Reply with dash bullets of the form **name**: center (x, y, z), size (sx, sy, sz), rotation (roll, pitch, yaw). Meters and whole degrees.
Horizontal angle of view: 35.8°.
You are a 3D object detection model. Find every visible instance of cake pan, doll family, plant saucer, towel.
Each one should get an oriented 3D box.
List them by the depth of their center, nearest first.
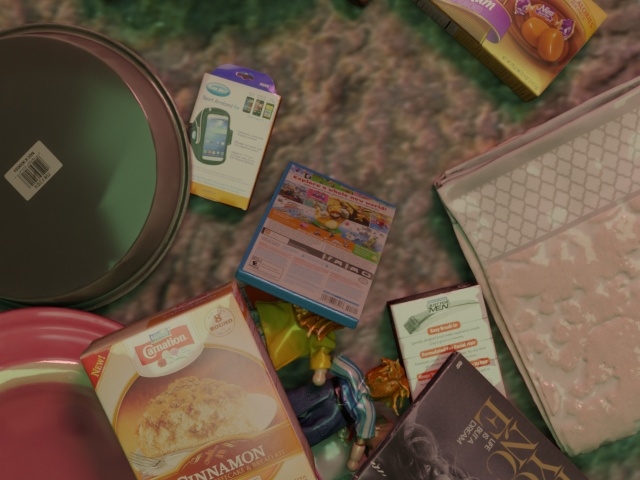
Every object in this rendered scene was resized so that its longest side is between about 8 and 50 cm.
- **plant saucer**: center (-0.258, 0.229, 0.920), size (0.332, 0.084, 0.332), rotation (0, 91, -18)
- **towel**: center (0.316, 0.010, 0.944), size (0.332, 0.053, 0.317), rotation (-28, 91, 18)
- **doll family**: center (-0.006, 0.131, 0.951), size (0.163, 0.118, 0.263), rotation (-23, 91, -1)
- **cake pan**: center (-0.274, -0.069, 0.963), size (0.293, 0.054, 0.293), rotation (0, 92, 4)

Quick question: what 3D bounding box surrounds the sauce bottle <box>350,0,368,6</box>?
- **sauce bottle**: center (0.066, -0.294, 0.988), size (0.042, 0.042, 0.128), rotation (38, 89, -1)

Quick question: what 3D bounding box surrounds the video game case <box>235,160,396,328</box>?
- **video game case**: center (0.000, 0.000, 0.946), size (0.119, 0.166, 0.015), rotation (23, 135, -1)

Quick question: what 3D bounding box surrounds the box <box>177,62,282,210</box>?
- **box**: center (-0.092, -0.106, 0.994), size (0.081, 0.028, 0.136), rotation (18, 88, 0)

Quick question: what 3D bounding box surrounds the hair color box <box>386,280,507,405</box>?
- **hair color box**: center (0.130, 0.132, 0.988), size (0.093, 0.053, 0.167), rotation (-13, 92, -2)

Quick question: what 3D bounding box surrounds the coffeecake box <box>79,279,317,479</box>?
- **coffeecake box**: center (-0.104, 0.150, 0.874), size (0.142, 0.068, 0.185), rotation (-23, 98, 0)

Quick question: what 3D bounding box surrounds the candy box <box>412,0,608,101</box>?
- **candy box**: center (0.177, -0.241, 0.986), size (0.186, 0.053, 0.109), rotation (42, 90, -3)

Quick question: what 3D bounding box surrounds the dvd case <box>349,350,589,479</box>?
- **dvd case**: center (0.154, 0.240, 0.941), size (0.221, 0.018, 0.164), rotation (45, 74, -11)
